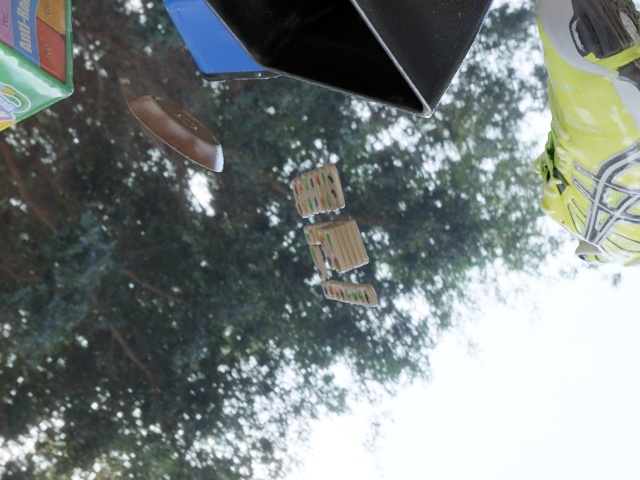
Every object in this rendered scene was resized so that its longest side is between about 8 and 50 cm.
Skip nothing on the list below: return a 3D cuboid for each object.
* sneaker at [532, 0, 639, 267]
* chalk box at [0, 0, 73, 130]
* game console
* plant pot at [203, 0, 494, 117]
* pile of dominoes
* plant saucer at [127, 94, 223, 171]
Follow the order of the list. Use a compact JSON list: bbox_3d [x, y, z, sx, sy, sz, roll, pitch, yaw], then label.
[{"bbox_3d":[0.257,-0.072,0.773,0.147,0.384,0.145,-16,-130,26],"label":"sneaker"},{"bbox_3d":[-0.286,-0.176,0.577,0.289,0.179,0.180,-20,-119,22],"label":"chalk box"},{"bbox_3d":[-0.038,-0.331,1.265,0.293,0.250,0.173,1,-124,21],"label":"game console"},{"bbox_3d":[0.010,-0.207,0.479,0.167,0.188,0.187,-51,-141,-9],"label":"plant pot"},{"bbox_3d":[0.000,0.000,1.194,0.040,0.196,0.251,-20,-176,-15],"label":"pile of dominoes"},{"bbox_3d":[-0.240,-0.194,1.485,0.036,0.198,0.198,-51,-133,10],"label":"plant saucer"}]
